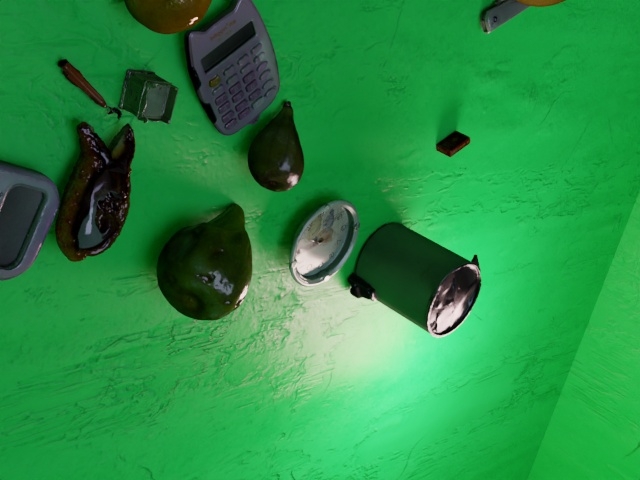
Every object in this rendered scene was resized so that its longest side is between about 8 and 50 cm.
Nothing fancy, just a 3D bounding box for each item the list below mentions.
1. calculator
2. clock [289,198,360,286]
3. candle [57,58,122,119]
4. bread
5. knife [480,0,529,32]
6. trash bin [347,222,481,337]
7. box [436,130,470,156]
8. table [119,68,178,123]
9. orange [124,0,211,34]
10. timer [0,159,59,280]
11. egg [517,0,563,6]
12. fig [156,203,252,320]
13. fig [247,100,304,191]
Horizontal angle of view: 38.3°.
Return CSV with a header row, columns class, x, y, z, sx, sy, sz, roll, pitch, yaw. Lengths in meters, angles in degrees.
class,x,y,z,sx,sy,sz,roll,pitch,yaw
calculator,-0.173,-0.341,1.838,0.194,0.043,0.294,-43,144,-20
clock,0.000,0.000,2.254,0.236,0.053,0.236,-30,137,-32
candle,-0.409,-0.266,1.639,0.026,0.021,0.167,-31,144,8
bread,-0.418,-0.091,1.705,0.139,0.095,0.269,2,99,-51
knife,0.509,-0.626,2.400,0.265,0.040,0.073,-38,127,-24
trash bin,0.257,0.101,2.438,0.277,0.262,0.217,-40,140,-22
box,0.356,-0.260,2.471,0.082,0.051,0.023,-36,139,-27
table,-0.316,-0.262,1.692,0.062,0.083,0.079,-5,120,-47
orange,-0.262,-0.437,1.588,0.136,0.159,0.159,-76,-178,-70
timer,-0.560,-0.035,1.591,0.191,0.069,0.208,17,101,-52
egg,0.556,-0.707,2.218,0.322,0.250,0.250,-44,141,-26
fig,-0.217,0.030,1.956,0.206,0.206,0.275,78,32,-43
fig,-0.101,-0.200,1.982,0.126,0.185,0.133,-22,152,21
